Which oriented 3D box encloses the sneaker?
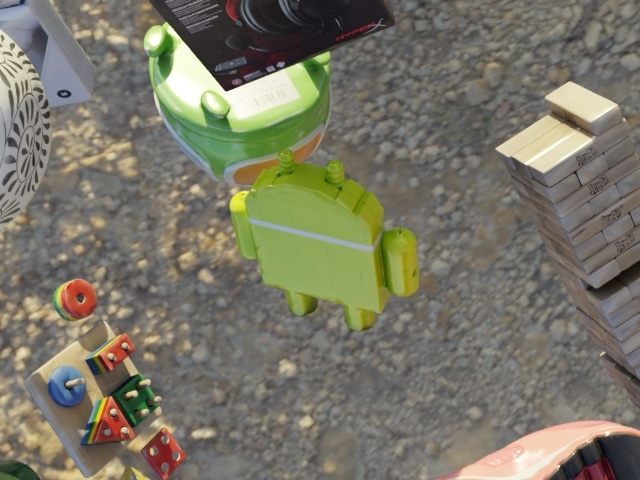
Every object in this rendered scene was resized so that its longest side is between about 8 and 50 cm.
[{"bbox_3d":[0.221,0.284,1.335,0.314,0.136,0.116,-19,96,3],"label":"sneaker"}]

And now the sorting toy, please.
[{"bbox_3d":[-0.241,0.183,1.349,0.046,0.132,0.274,-20,104,41],"label":"sorting toy"}]

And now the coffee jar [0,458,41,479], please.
[{"bbox_3d":[-0.226,0.192,0.701,0.079,0.184,0.096,-9,90,9],"label":"coffee jar"}]

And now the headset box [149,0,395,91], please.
[{"bbox_3d":[-0.075,-0.307,1.244,0.218,0.293,0.110,-20,59,13],"label":"headset box"}]

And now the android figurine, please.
[{"bbox_3d":[0.000,0.000,1.460,0.248,0.056,0.273,12,139,22],"label":"android figurine"}]

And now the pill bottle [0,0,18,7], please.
[{"bbox_3d":[-0.191,-0.135,0.503,0.103,0.184,0.103,3,102,16],"label":"pill bottle"}]

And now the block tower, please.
[{"bbox_3d":[0.278,0.020,1.118,0.097,0.091,0.335,-33,117,-5],"label":"block tower"}]

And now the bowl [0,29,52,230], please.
[{"bbox_3d":[-0.252,-0.066,0.738,0.080,0.170,0.170,-151,48,-72],"label":"bowl"}]

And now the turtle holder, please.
[{"bbox_3d":[-0.131,-0.211,1.636,0.320,0.243,0.227,30,151,20],"label":"turtle holder"}]

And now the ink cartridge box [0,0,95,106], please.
[{"bbox_3d":[-0.354,-0.190,1.115,0.223,0.224,0.045,-9,61,9],"label":"ink cartridge box"}]
